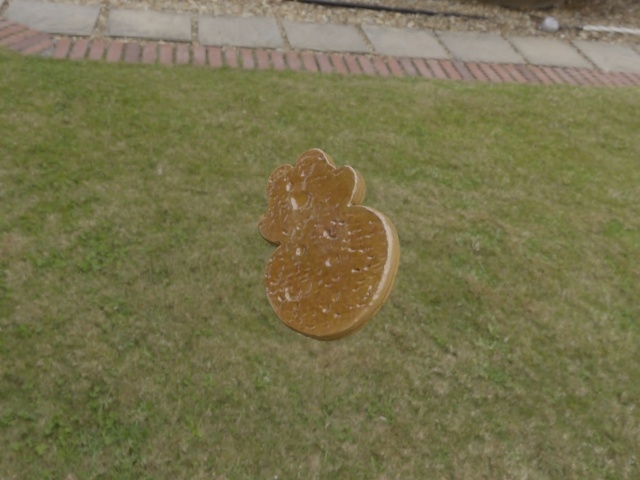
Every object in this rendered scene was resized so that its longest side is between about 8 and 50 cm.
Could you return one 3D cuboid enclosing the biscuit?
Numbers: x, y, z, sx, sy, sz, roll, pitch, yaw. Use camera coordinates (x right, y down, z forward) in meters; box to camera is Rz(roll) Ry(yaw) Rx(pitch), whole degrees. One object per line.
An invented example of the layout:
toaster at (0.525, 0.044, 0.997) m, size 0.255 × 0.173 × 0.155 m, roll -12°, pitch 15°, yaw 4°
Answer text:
biscuit at (0.000, 0.000, 0.845) m, size 0.202 × 0.044 × 0.288 m, roll -33°, pitch 54°, yaw 16°
